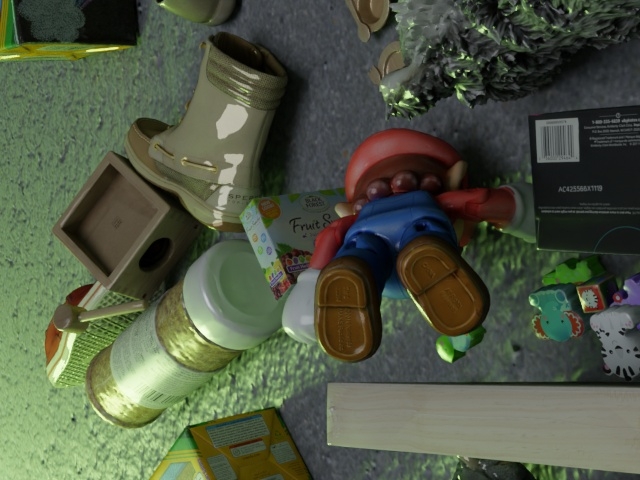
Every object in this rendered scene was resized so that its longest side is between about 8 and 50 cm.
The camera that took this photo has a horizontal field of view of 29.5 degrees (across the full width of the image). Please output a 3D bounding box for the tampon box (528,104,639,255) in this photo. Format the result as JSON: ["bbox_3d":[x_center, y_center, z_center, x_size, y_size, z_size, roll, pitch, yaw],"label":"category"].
[{"bbox_3d":[0.250,-0.049,0.888,0.120,0.161,0.102,2,98,50],"label":"tampon box"}]

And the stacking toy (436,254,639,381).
[{"bbox_3d":[0.217,0.055,0.946,0.221,0.167,0.052,-10,101,53],"label":"stacking toy"}]

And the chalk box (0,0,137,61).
[{"bbox_3d":[-0.371,-0.389,1.606,0.179,0.180,0.289,-1,94,52],"label":"chalk box"}]

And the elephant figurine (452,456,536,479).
[{"bbox_3d":[0.171,0.261,1.082,0.169,0.186,0.239,45,164,-24],"label":"elephant figurine"}]

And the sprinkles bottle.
[{"bbox_3d":[-0.171,0.123,1.490,0.355,0.121,0.121,-39,66,48],"label":"sprinkles bottle"}]

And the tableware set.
[{"bbox_3d":[0.086,-0.218,1.182,0.168,0.020,0.141,-37,68,48],"label":"tableware set"}]

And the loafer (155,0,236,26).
[{"bbox_3d":[-0.154,-0.383,1.399,0.102,0.092,0.269,-4,93,52],"label":"loafer"}]

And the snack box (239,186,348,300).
[{"bbox_3d":[0.000,0.000,1.233,0.037,0.141,0.100,-49,60,46],"label":"snack box"}]

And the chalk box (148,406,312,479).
[{"bbox_3d":[-0.121,0.316,1.455,0.213,0.132,0.132,-53,57,41],"label":"chalk box"}]

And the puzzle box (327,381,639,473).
[{"bbox_3d":[0.227,0.125,0.843,0.409,0.272,0.052,-8,79,56],"label":"puzzle box"}]

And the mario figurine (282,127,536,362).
[{"bbox_3d":[0.087,0.020,1.042,0.198,0.320,0.170,19,112,2],"label":"mario figurine"}]

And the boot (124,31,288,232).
[{"bbox_3d":[-0.136,-0.149,1.420,0.262,0.095,0.204,39,123,48],"label":"boot"}]

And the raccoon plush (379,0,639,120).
[{"bbox_3d":[0.178,-0.145,0.859,0.446,0.216,0.299,-107,27,-50],"label":"raccoon plush"}]

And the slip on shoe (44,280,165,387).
[{"bbox_3d":[-0.310,0.099,1.675,0.331,0.123,0.101,-47,57,51],"label":"slip on shoe"}]

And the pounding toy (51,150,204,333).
[{"bbox_3d":[-0.240,0.031,1.491,0.181,0.094,0.206,41,98,29],"label":"pounding toy"}]
